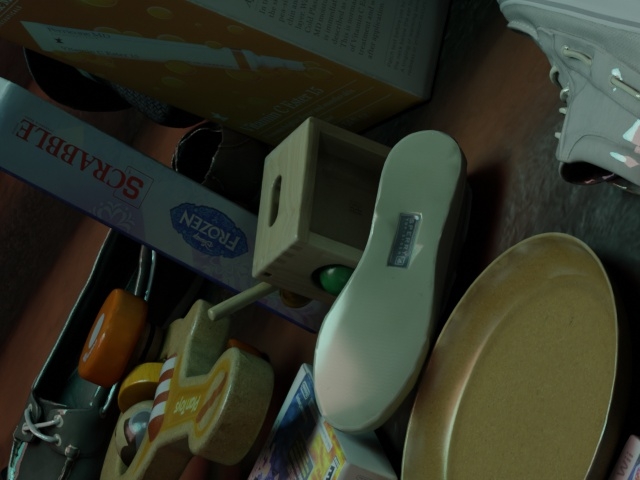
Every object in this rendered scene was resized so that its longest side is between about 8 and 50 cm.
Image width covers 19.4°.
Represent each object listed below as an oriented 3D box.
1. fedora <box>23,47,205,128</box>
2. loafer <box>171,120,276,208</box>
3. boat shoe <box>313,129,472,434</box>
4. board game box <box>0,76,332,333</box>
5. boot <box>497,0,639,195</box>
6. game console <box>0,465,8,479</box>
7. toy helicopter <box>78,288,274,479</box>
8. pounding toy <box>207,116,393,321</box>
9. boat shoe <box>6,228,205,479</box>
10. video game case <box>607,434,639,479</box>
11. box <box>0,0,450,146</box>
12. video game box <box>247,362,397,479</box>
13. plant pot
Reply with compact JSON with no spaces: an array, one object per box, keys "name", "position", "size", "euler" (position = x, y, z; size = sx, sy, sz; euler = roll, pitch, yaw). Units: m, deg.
[{"name":"fedora","position":[-0.124,-0.230,1.797],"size":[0.152,0.334,0.334],"euler":[46,117,32]},{"name":"loafer","position":[-0.102,-0.083,1.780],"size":[0.220,0.078,0.080],"euler":[11,81,67]},{"name":"boat shoe","position":[0.062,0.037,1.330],"size":[0.079,0.081,0.227],"euler":[11,73,24]},{"name":"board game box","position":[-0.173,-0.048,1.554],"size":[0.066,0.318,0.318],"euler":[-62,24,-1]},{"name":"boot","position":[0.167,-0.098,1.177],"size":[0.258,0.095,0.123],"euler":[-147,74,-70]},{"name":"game console","position":[-0.229,0.232,1.765],"size":[0.144,0.124,0.085],"euler":[-119,26,-44]},{"name":"toy helicopter","position":[-0.116,0.155,1.460],"size":[0.235,0.140,0.355],"euler":[-69,14,-15]},{"name":"pounding toy","position":[0.000,0.000,1.417],"size":[0.100,0.130,0.141],"euler":[-40,37,50]},{"name":"boat shoe","position":[-0.222,0.118,1.758],"size":[0.112,0.095,0.335],"euler":[12,68,40]},{"name":"video game case","position":[0.182,0.168,1.024],"size":[0.087,0.011,0.122],"euler":[-66,23,9]},{"name":"box","position":[-0.092,-0.221,1.531],"size":[0.215,0.345,0.168],"euler":[-23,51,61]},{"name":"video game box","position":[-0.019,0.208,1.361],"size":[0.205,0.048,0.187],"euler":[-121,52,-72]},{"name":"plant pot","position":[0.125,0.111,1.173],"size":[0.236,0.032,0.236],"euler":[-48,31,42]}]
